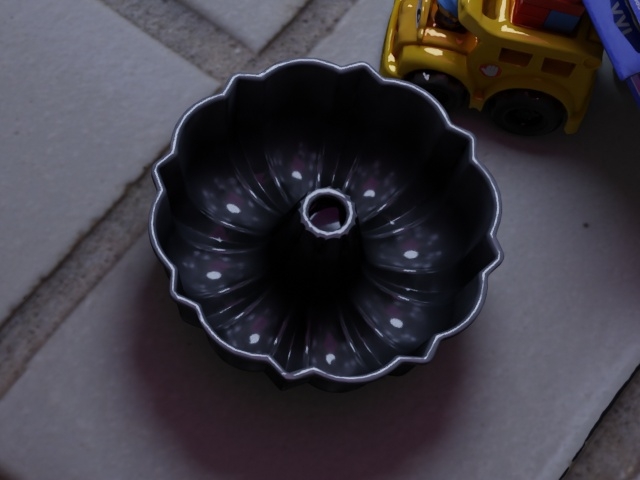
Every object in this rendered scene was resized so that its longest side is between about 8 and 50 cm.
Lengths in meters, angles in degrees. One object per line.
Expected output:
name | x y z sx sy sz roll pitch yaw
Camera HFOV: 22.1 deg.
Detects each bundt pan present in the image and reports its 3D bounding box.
bundt pan | 0.000 0.000 1.538 0.331 0.124 0.330 3 65 -6

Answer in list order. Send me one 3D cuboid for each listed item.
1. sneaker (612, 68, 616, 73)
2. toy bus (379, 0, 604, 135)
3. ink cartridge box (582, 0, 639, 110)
sneaker | 0.365 -0.219 1.730 0.059 0.053 0.144 32 74 8
toy bus | 0.182 -0.221 1.617 0.220 0.211 0.149 13 66 -1
ink cartridge box | 0.375 -0.253 1.554 0.395 0.151 0.270 -29 94 -54
